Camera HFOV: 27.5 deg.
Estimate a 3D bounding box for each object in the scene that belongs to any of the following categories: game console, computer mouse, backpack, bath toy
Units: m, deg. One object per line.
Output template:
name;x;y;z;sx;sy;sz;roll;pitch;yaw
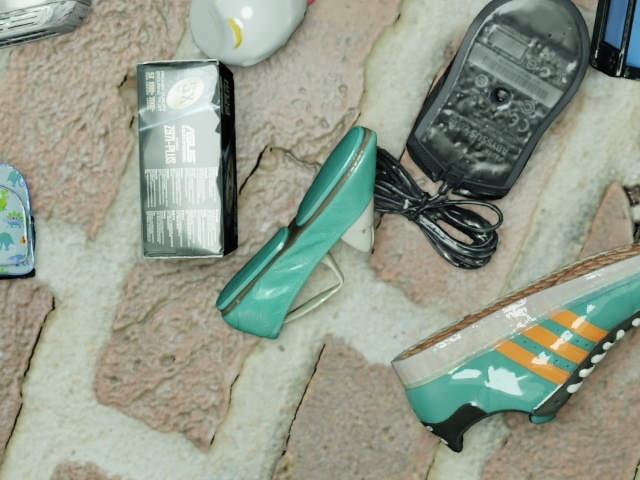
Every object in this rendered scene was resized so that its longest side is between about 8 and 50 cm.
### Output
game console;0.315;-0.217;1.261;0.071;0.107;0.122;10;93;29
computer mouse;0.153;-0.126;1.273;0.188;0.072;0.272;35;105;-2
backpack;-0.329;-0.020;1.271;0.105;0.084;0.114;-3;83;-21
bath toy;-0.099;-0.340;1.241;0.129;0.151;0.348;-24;93;-33

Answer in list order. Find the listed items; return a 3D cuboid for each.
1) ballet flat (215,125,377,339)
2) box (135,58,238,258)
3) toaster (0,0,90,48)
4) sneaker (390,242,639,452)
ballet flat;0.000;0.000;1.258;0.087;0.083;0.247;33;111;-15
box;-0.123;-0.076;1.237;0.078;0.147;0.180;-1;92;2
toaster;-0.326;-0.258;1.245;0.227;0.129;0.146;-12;94;1
sneaker;0.227;0.102;1.263;0.302;0.108;0.121;-27;92;10
